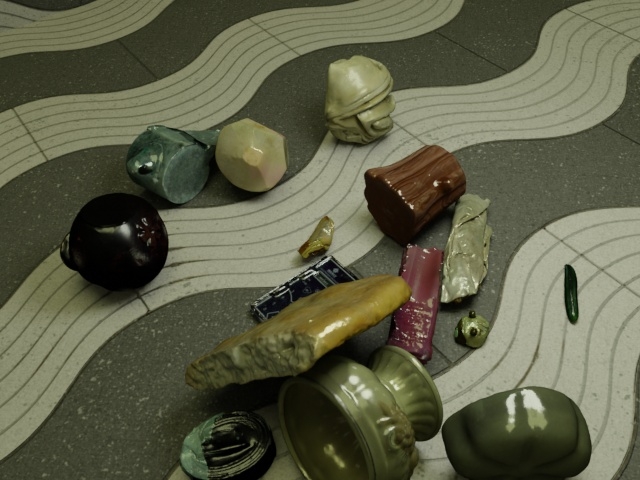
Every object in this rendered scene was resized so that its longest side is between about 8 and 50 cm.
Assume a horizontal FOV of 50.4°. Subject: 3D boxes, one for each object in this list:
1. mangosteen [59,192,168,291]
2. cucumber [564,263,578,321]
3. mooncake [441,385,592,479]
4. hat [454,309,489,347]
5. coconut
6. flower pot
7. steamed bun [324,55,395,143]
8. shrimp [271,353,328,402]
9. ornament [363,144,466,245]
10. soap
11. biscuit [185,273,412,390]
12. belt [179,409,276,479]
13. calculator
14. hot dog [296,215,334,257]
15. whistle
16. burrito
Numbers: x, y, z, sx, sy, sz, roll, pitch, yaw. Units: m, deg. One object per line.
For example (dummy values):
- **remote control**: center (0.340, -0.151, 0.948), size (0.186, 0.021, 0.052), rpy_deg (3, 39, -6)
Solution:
- **mangosteen**: center (-0.543, 0.004, 1.773), size (0.288, 0.233, 0.287), rpy_deg (-2, 39, 2)
- **cucumber**: center (0.620, 0.125, 1.681), size (0.033, 0.036, 0.184), rpy_deg (1, 46, 17)
- **mooncake**: center (0.375, 0.386, 1.292), size (0.275, 0.274, 0.135), rpy_deg (-5, 48, 1)
- **hat**: center (0.361, 0.207, 1.610), size (0.076, 0.059, 0.077), rpy_deg (20, 46, 17)
- **coconut**: center (-0.201, -0.246, 1.986), size (0.237, 0.237, 0.197), rpy_deg (36, 100, 33)
- **flower pot**: center (0.091, 0.349, 1.345), size (0.244, 0.307, 0.307), rpy_deg (-23, 46, -36)
- **steamed bun**: center (0.136, -0.439, 2.107), size (0.204, 0.289, 0.276), rpy_deg (13, 45, 13)
- **shrimp**: center (-0.121, 0.308, 1.562), size (0.296, 0.058, 0.169), rpy_deg (-6, 47, -5)
- **ornament**: center (0.261, -0.137, 1.825), size (0.218, 0.235, 0.221), rpy_deg (-35, 13, -21)
- **soap**: center (0.217, 0.165, 1.580), size (0.112, 0.182, 0.289), rpy_deg (8, 41, 11)
- **biscuit**: center (-0.019, 0.172, 1.424), size (0.446, 0.429, 0.103), rpy_deg (-25, 91, -36)
- **belt**: center (-0.195, 0.438, 1.421), size (0.199, 0.078, 0.151), rpy_deg (-19, 48, -11)
- **calculator**: center (-0.029, 0.148, 1.725), size (0.274, 0.028, 0.166), rpy_deg (-32, 51, -24)
- **hot dog**: center (0.000, 0.001, 1.841), size (0.078, 0.061, 0.169), rpy_deg (-23, 23, 48)
- **whistle**: center (-0.410, -0.268, 2.060), size (0.168, 0.188, 0.405), rpy_deg (25, 52, 27)
- **burrito**: center (0.386, 0.017, 1.780), size (0.117, 0.076, 0.392), rpy_deg (8, 46, 12)
